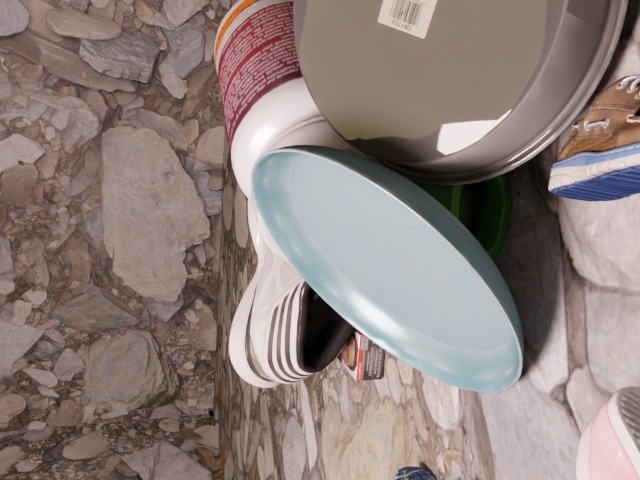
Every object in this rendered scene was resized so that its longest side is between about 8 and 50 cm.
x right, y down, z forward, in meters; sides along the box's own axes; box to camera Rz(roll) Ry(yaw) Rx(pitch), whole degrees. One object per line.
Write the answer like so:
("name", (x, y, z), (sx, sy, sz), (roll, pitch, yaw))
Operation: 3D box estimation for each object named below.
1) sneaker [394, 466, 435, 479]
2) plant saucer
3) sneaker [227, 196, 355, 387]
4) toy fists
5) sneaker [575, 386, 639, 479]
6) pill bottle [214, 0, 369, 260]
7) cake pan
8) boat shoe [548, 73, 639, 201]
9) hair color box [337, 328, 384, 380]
("sneaker", (0.118, 0.322, 0.712), (0.135, 0.052, 0.058), (-116, 25, -56))
("plant saucer", (0.062, 0.025, 0.606), (0.318, 0.043, 0.317), (36, 158, 17))
("sneaker", (0.001, 0.001, 0.966), (0.257, 0.169, 0.447), (-21, 57, 53))
("toy fists", (0.119, -0.108, 0.610), (0.142, 0.096, 0.279), (16, 107, 57))
("sneaker", (0.208, 0.169, 0.396), (0.070, 0.051, 0.134), (107, 159, -50))
("pill bottle", (-0.019, -0.167, 0.849), (0.392, 0.224, 0.224), (-106, 22, -43))
("cake pan", (0.084, -0.188, 0.497), (0.293, 0.054, 0.293), (11, 106, 42))
("boat shoe", (0.193, -0.066, 0.380), (0.183, 0.066, 0.066), (172, 106, -82))
("hair color box", (0.052, 0.151, 0.941), (0.141, 0.043, 0.071), (-148, 60, -70))
